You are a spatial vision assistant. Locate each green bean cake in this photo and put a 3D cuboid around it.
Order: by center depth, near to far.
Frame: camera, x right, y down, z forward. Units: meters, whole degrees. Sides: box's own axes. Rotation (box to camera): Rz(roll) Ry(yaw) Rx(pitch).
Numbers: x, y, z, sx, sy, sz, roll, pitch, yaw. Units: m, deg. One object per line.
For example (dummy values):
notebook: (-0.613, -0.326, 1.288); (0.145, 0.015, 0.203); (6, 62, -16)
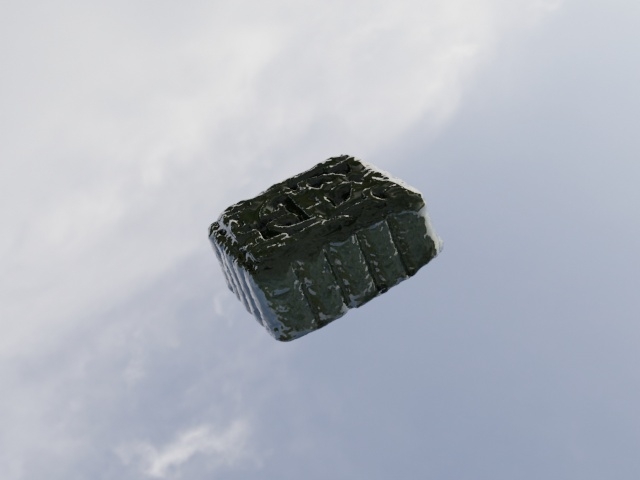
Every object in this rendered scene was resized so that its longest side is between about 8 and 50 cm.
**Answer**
green bean cake: (0.000, 0.000, 0.837); (0.183, 0.094, 0.185); (-26, -154, -12)
